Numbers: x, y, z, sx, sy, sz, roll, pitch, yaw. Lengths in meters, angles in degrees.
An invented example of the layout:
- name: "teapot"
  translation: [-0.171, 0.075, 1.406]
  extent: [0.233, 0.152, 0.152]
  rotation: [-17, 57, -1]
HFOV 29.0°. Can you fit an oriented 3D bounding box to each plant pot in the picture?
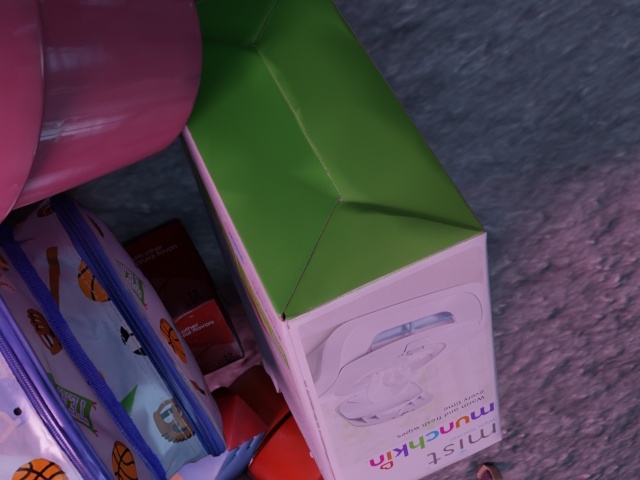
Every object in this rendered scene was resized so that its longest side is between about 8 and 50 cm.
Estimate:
- name: "plant pot"
  translation: [-0.170, -0.099, 0.652]
  extent: [0.180, 0.201, 0.201]
  rotation: [-10, 141, -46]

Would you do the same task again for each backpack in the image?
- name: "backpack"
  translation: [-0.175, 0.100, 0.733]
  extent: [0.213, 0.263, 0.276]
  rotation: [-37, 100, 1]

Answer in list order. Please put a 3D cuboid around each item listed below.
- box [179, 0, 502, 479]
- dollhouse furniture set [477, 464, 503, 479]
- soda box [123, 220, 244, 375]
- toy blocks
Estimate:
- name: "box"
  translation: [0.000, 0.000, 0.797]
  extent: [0.126, 0.262, 0.231]
  rotation: [-24, 141, -6]
- name: "dollhouse furniture set"
  translation: [0.169, 0.326, 1.392]
  extent: [0.081, 0.114, 0.091]
  rotation: [1, 136, -26]
- name: "soda box"
  translation: [-0.197, 0.092, 0.925]
  extent: [0.263, 0.083, 0.092]
  rotation: [-26, 144, -4]
- name: "toy blocks"
  translation: [-0.009, 0.156, 0.991]
  extent: [0.381, 0.190, 0.261]
  rotation: [-24, 147, -53]
